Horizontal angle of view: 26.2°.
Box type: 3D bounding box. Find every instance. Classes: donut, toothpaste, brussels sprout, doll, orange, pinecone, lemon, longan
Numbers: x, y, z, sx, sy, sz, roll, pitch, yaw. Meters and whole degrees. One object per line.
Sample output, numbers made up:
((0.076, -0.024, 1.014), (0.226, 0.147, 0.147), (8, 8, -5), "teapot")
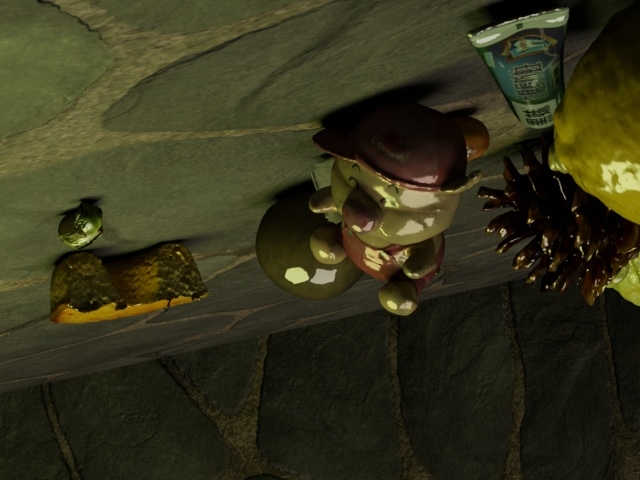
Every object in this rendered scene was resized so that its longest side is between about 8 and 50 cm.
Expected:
((-0.313, 0.074, 2.052), (0.259, 0.101, 0.152), (-7, 170, -46), "donut")
((0.225, -0.178, 1.464), (0.098, 0.061, 0.392), (-14, 170, 11), "toothpaste")
((-0.287, -0.019, 1.675), (0.051, 0.046, 0.083), (-17, 173, -33), "brussels sprout")
((0.078, -0.048, 1.593), (0.196, 0.152, 0.256), (11, 136, 2), "doll")
((0.167, -0.125, 1.716), (0.086, 0.062, 0.086), (-21, -173, 3), "orange")
((0.359, -0.040, 2.018), (0.264, 0.264, 0.264), (-14, 172, -2), "pinecone")
((0.398, -0.134, 1.363), (0.285, 0.285, 0.316), (-9, 150, -32), "lemon")
((0.000, 0.000, 1.941), (0.187, 0.167, 0.167), (-40, -174, -31), "longan")

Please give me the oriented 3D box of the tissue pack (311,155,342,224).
((0.066, -0.065, 1.795), (0.106, 0.099, 0.148), (-21, 170, 14), "tissue pack")

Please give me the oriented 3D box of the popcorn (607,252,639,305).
((0.578, -0.031, 2.280), (0.312, 0.312, 0.312), (-14, 172, -2), "popcorn")
